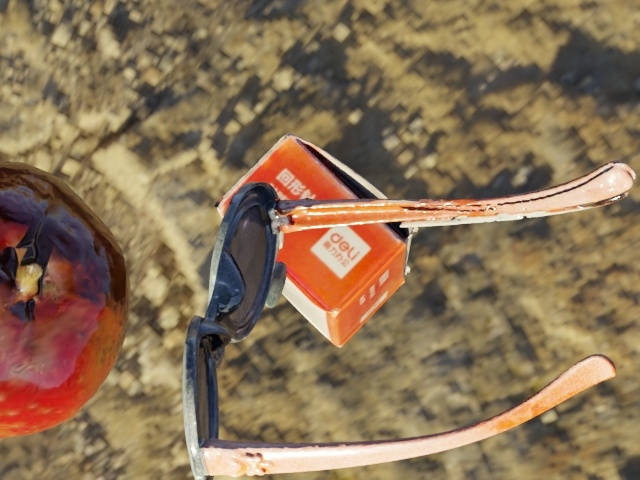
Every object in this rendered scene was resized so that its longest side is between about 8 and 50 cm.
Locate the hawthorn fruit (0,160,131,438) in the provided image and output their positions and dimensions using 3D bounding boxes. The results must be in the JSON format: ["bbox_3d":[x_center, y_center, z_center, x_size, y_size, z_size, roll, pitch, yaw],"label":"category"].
[{"bbox_3d":[-0.233,0.040,1.412,0.215,0.250,0.215,8,72,-26],"label":"hawthorn fruit"}]

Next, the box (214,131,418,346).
[{"bbox_3d":[0.000,0.000,1.557,0.133,0.182,0.099,42,83,10],"label":"box"}]

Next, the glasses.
[{"bbox_3d":[0.051,0.056,1.151,0.268,0.118,0.234,-1,38,15],"label":"glasses"}]
